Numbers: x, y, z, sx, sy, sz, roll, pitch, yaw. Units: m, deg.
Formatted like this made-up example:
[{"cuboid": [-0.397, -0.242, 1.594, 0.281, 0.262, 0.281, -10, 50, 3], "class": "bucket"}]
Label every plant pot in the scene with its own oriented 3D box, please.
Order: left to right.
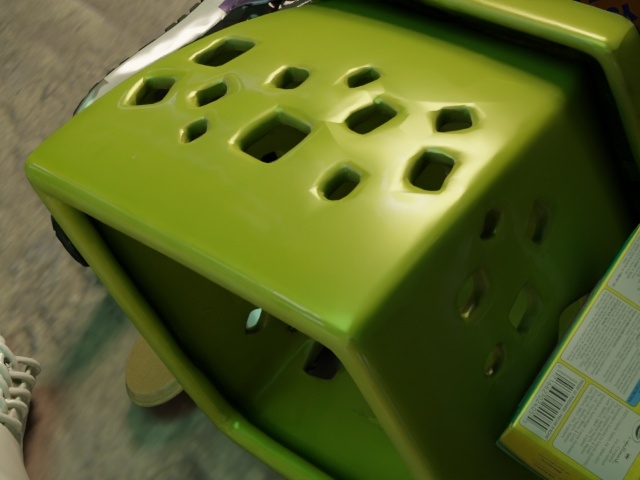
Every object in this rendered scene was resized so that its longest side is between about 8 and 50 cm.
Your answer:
[{"cuboid": [0.041, 0.000, 0.667, 0.227, 0.228, 0.207, 26, 67, 42], "class": "plant pot"}]

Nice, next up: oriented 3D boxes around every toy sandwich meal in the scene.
[{"cuboid": [-0.087, 0.073, 0.900, 0.085, 0.029, 0.085, -29, 38, 26], "class": "toy sandwich meal"}]

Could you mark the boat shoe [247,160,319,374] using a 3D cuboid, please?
[{"cuboid": [0.000, 0.000, 0.859, 0.083, 0.065, 0.183, -29, 36, 20], "class": "boat shoe"}]

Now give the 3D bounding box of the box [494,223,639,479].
[{"cuboid": [0.171, 0.085, 0.552, 0.105, 0.179, 0.043, -54, -9, -17], "class": "box"}]

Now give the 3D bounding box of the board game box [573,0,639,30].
[{"cuboid": [0.159, -0.364, 0.842, 0.356, 0.356, 0.356, -9, 46, 39], "class": "board game box"}]

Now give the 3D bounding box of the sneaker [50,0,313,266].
[{"cuboid": [-0.066, -0.090, 0.987, 0.124, 0.107, 0.283, 24, 67, 38], "class": "sneaker"}]

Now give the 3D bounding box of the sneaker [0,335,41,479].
[{"cuboid": [-0.230, 0.107, 0.943, 0.091, 0.094, 0.258, -49, 34, -2], "class": "sneaker"}]
